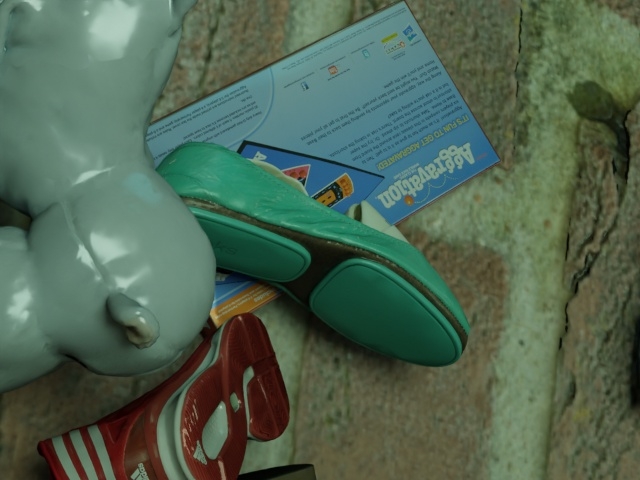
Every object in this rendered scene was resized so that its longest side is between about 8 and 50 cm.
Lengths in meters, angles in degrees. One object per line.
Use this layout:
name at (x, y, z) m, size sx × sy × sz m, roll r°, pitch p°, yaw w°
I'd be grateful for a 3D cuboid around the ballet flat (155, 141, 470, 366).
ballet flat at (0.000, 0.000, 1.110) m, size 0.247 × 0.083 × 0.087 m, roll 25°, pitch 48°, yaw -22°

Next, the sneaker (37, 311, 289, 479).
sneaker at (-0.102, 0.107, 1.031) m, size 0.221 × 0.128 × 0.087 m, roll -28°, pitch 102°, yaw -76°

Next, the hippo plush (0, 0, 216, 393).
hippo plush at (-0.143, -0.034, 0.981) m, size 0.294 × 0.234 × 0.236 m, roll -15°, pitch 89°, yaw 1°

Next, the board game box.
board game box at (-0.007, -0.057, 1.187) m, size 0.281 × 0.027 × 0.145 m, roll -30°, pitch 88°, yaw -34°

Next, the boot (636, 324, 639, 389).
boot at (0.337, 0.143, 1.272) m, size 0.223 × 0.118 × 0.338 m, roll 17°, pitch 54°, yaw -20°

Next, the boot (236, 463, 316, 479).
boot at (-0.120, 0.220, 0.986) m, size 0.305 × 0.112 × 0.115 m, roll -11°, pitch 89°, yaw -34°
